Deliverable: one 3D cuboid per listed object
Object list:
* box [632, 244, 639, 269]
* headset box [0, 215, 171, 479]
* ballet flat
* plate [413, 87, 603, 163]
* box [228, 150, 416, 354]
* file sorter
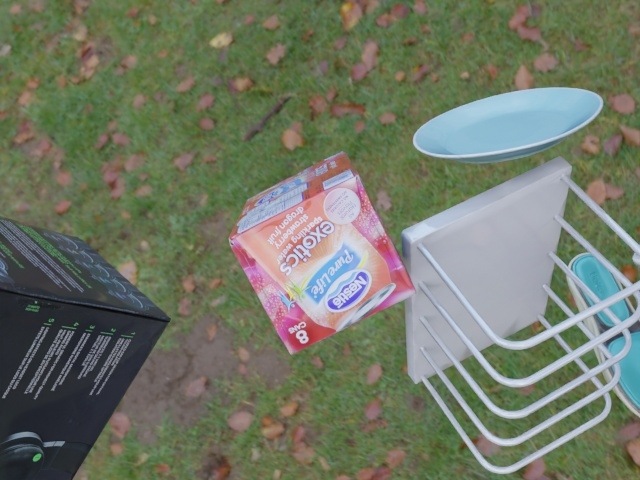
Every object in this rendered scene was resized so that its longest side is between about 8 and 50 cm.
[{"bbox_3d":[0.440,0.040,0.829,0.149,0.232,0.127,31,87,45],"label":"box"},{"bbox_3d":[-0.269,0.103,0.544,0.131,0.283,0.246,35,97,30],"label":"headset box"},{"bbox_3d":[0.398,0.133,1.114,0.086,0.086,0.248,-23,60,16],"label":"ballet flat"},{"bbox_3d":[0.186,-0.112,0.831,0.188,0.024,0.188,-15,23,6],"label":"plate"},{"bbox_3d":[0.000,0.000,0.828,0.128,0.257,0.122,-26,100,3],"label":"box"},{"bbox_3d":[0.216,0.092,0.890,0.193,0.277,0.173,-25,52,-13],"label":"file sorter"}]
